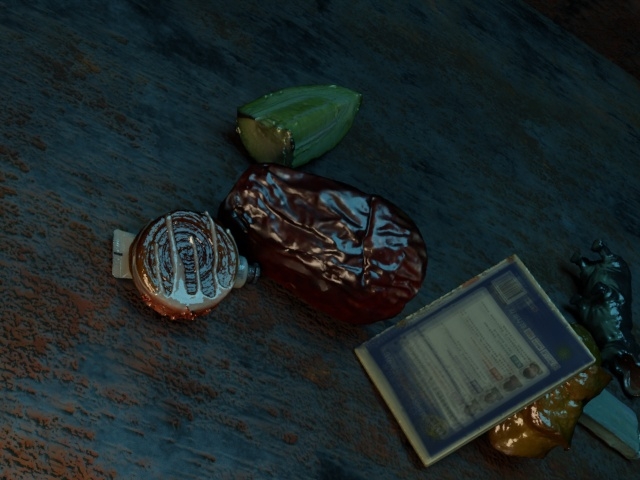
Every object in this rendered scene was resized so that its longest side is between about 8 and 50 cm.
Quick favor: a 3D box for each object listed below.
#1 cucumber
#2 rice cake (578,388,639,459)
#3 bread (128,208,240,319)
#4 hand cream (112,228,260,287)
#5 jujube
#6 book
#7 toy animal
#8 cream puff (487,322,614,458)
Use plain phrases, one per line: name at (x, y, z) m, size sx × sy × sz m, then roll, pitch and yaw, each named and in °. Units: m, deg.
cucumber at (-0.034, -0.223, 1.698) m, size 0.145 × 0.105 × 0.325 m, roll 24°, pitch 32°, yaw 20°
rice cake at (0.541, 0.331, 1.728) m, size 0.211 × 0.038 × 0.124 m, roll 34°, pitch 38°, yaw -13°
bread at (-0.194, 0.035, 1.275) m, size 0.160 × 0.073 × 0.161 m, roll 7°, pitch 76°, yaw -28°
hand cream at (-0.202, 0.036, 1.340) m, size 0.233 × 0.050 × 0.080 m, roll 11°, pitch 56°, yaw -29°
jujube at (0.000, 0.000, 1.435) m, size 0.342 × 0.216 × 0.216 m, roll 26°, pitch 39°, yaw -8°
book at (0.246, 0.187, 1.435) m, size 0.322 × 0.018 × 0.228 m, roll -29°, pitch 64°, yaw -6°
toy animal at (0.622, 0.165, 1.912) m, size 0.168 × 0.106 × 0.343 m, roll 28°, pitch 45°, yaw -31°
cream puff at (0.371, 0.254, 1.513) m, size 0.154 × 0.241 × 0.269 m, roll 36°, pitch 66°, yaw -3°
